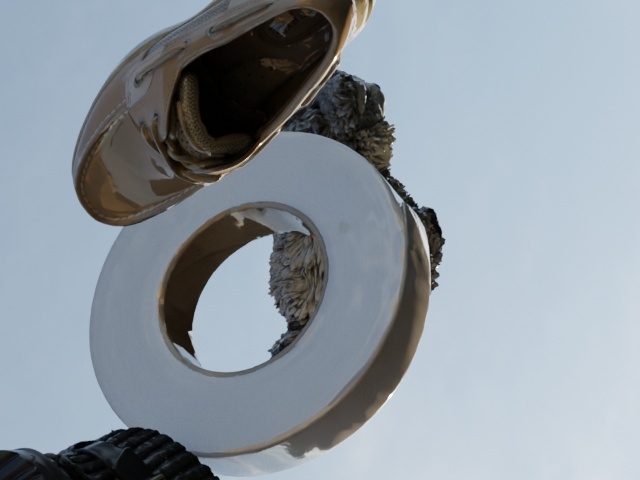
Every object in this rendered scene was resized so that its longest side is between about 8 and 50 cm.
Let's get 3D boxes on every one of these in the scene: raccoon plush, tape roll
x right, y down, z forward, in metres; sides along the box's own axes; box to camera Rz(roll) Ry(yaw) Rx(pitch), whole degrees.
[{"bbox_3d":[0.000,0.000,1.904,0.299,0.216,0.446,60,-147,-44],"label":"raccoon plush"},{"bbox_3d":[-0.069,0.063,1.713,0.072,0.392,0.392,47,-124,-52],"label":"tape roll"}]

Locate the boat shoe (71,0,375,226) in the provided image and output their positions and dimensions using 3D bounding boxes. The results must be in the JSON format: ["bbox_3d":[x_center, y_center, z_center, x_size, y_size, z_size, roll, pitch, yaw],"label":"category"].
[{"bbox_3d":[-0.095,-0.106,1.227,0.121,0.341,0.110,37,-143,-16],"label":"boat shoe"}]

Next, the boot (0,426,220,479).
[{"bbox_3d":[-0.156,0.320,1.458,0.348,0.131,0.260,58,-161,19],"label":"boot"}]
